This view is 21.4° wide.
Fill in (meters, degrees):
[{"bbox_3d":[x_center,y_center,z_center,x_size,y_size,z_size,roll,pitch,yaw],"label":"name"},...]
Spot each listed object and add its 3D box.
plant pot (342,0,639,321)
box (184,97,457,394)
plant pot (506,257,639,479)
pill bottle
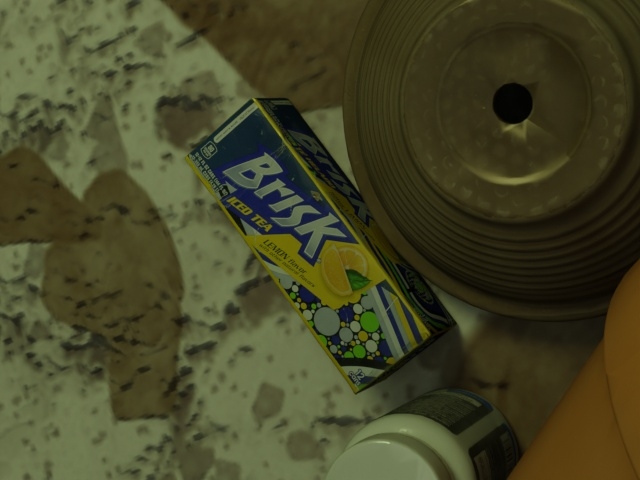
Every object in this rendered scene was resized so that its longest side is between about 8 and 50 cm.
[{"bbox_3d":[0.113,-0.072,0.887,0.237,0.109,0.237,1,93,21],"label":"plant pot"},{"bbox_3d":[0.000,0.000,0.962,0.059,0.054,0.169,-40,81,19],"label":"box"},{"bbox_3d":[0.210,0.144,0.793,0.291,0.291,0.203,51,124,10],"label":"plant pot"},{"bbox_3d":[0.054,0.127,0.906,0.078,0.137,0.078,1,94,20],"label":"pill bottle"}]
